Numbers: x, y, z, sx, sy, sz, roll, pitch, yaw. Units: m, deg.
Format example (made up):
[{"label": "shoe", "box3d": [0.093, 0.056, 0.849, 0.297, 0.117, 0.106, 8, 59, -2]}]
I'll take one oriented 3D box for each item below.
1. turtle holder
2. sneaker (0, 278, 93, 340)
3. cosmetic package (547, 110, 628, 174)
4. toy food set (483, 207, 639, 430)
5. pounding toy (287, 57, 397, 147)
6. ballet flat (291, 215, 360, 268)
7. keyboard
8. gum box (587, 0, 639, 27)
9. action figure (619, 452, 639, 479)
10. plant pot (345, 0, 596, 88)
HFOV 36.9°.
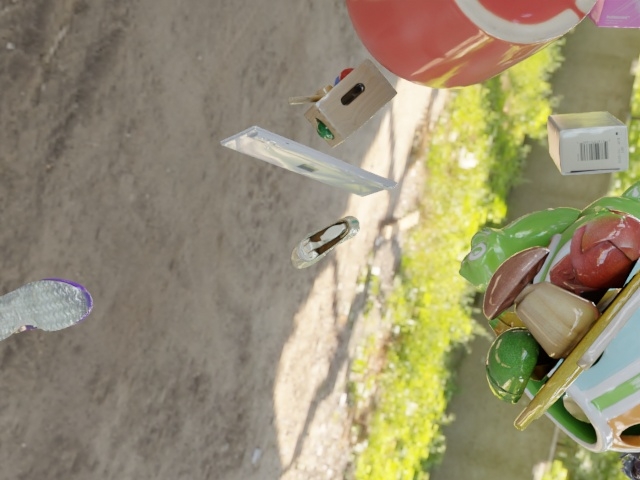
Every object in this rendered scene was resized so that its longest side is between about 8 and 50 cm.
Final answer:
[{"label": "turtle holder", "box3d": [0.301, 0.071, 1.004, 0.227, 0.320, 0.243, -39, 167, -11]}, {"label": "sneaker", "box3d": [-0.544, 0.121, 1.918, 0.146, 0.293, 0.102, -25, 102, -58]}, {"label": "cosmetic package", "box3d": [0.244, -0.091, 0.884, 0.115, 0.060, 0.041, -56, 142, -73]}, {"label": "toy food set", "box3d": [0.141, 0.035, 0.566, 0.128, 0.071, 0.218, -46, 164, -15]}, {"label": "pounding toy", "box3d": [0.026, -0.210, 1.458, 0.141, 0.100, 0.130, -42, -175, -8]}, {"label": "ballet flat", "box3d": [0.000, 0.000, 1.848, 0.057, 0.168, 0.052, 60, 22, 11]}, {"label": "keyboard", "box3d": [-0.010, -0.100, 1.268, 0.256, 0.072, 0.014, 18, 72, -39]}, {"label": "gum box", "box3d": [0.464, -0.348, 1.298, 0.062, 0.188, 0.107, -104, -163, -53]}, {"label": "action figure", "box3d": [0.517, 0.308, 1.311, 0.099, 0.185, 0.285, 49, 11, -24]}, {"label": "plant pot", "box3d": [0.188, -0.315, 1.109, 0.243, 0.275, 0.275, -156, -103, -76]}]
